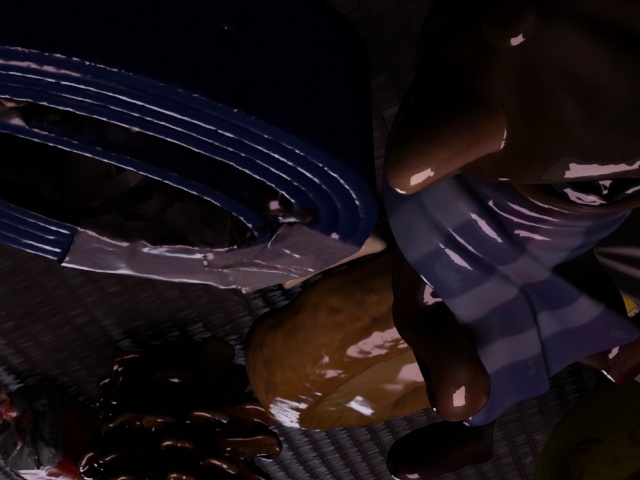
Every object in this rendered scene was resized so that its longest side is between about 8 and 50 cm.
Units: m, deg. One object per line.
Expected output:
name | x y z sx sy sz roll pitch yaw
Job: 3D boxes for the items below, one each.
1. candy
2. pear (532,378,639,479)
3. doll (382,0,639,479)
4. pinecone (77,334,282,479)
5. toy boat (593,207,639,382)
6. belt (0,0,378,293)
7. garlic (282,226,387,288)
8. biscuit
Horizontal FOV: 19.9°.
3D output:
candy | -0.215 0.186 1.597 0.059 0.086 0.292 -18 150 21
pear | 0.313 0.235 1.530 0.283 0.283 0.283 -2 152 -1
doll | 0.143 -0.031 1.034 0.209 0.318 0.340 25 149 14
pinecone | -0.117 0.177 1.492 0.150 0.195 0.179 8 145 23
toy boat | 0.249 0.034 1.294 0.141 0.141 0.269 -14 149 21
belt | -0.124 -0.078 1.070 0.347 0.117 0.212 19 144 -33
garlic | 0.000 0.000 1.292 0.083 0.053 0.041 -27 164 6
biscuit | 0.052 0.080 1.380 0.213 0.091 0.274 -8 162 -28
